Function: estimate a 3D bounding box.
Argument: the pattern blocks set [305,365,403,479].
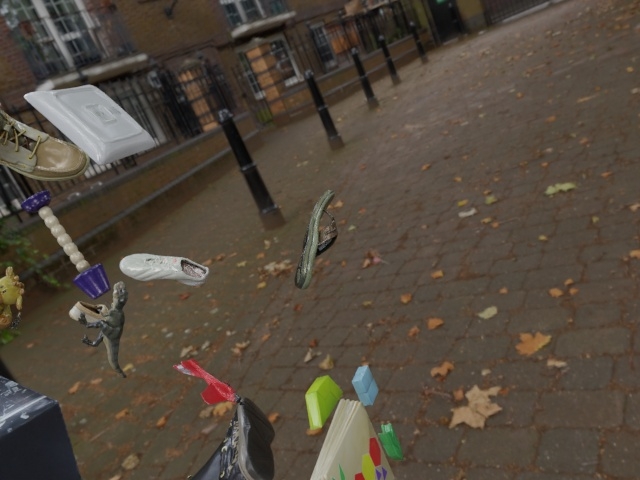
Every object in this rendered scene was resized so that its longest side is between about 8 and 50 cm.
[{"bbox_3d":[0.045,0.317,0.717,0.026,0.285,0.325,-19,0,24],"label":"pattern blocks set"}]

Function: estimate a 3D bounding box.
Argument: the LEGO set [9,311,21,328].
[{"bbox_3d":[-1.008,0.272,1.802,0.083,0.023,0.054,-32,35,50],"label":"LEGO set"}]

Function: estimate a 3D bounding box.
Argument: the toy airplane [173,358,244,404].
[{"bbox_3d":[-0.200,0.257,0.990,0.028,0.151,0.151,-60,21,-2],"label":"toy airplane"}]

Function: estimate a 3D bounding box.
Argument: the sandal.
[{"bbox_3d":[-0.001,0.002,1.488,0.120,0.086,0.302,113,171,-64],"label":"sandal"}]

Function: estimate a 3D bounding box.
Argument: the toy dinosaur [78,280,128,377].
[{"bbox_3d":[-0.574,0.242,1.444,0.118,0.268,0.064,5,11,-4],"label":"toy dinosaur"}]

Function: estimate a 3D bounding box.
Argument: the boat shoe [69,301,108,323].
[{"bbox_3d":[-0.699,0.231,1.710,0.063,0.170,0.059,40,100,39],"label":"boat shoe"}]

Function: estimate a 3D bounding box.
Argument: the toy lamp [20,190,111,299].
[{"bbox_3d":[-0.593,0.015,1.277,0.080,0.274,0.080,-35,6,4],"label":"toy lamp"}]

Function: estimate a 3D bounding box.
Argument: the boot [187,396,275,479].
[{"bbox_3d":[-0.261,0.603,1.458,0.284,0.138,0.377,-43,16,1],"label":"boot"}]

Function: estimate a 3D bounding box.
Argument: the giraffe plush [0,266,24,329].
[{"bbox_3d":[-0.994,0.178,1.674,0.171,0.181,0.210,-25,20,34],"label":"giraffe plush"}]

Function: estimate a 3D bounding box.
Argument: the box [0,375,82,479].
[{"bbox_3d":[-0.806,0.489,1.028,0.480,0.297,0.472,6,21,32],"label":"box"}]

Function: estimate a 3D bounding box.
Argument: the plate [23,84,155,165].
[{"bbox_3d":[-0.636,-0.348,1.547,0.045,0.277,0.278,-48,2,26],"label":"plate"}]

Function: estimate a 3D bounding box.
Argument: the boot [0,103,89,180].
[{"bbox_3d":[-0.488,-0.168,0.855,0.213,0.077,0.165,15,-18,-8],"label":"boot"}]

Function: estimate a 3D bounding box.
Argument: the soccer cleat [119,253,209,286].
[{"bbox_3d":[-0.350,0.061,1.232,0.196,0.068,0.076,13,-32,-25],"label":"soccer cleat"}]
